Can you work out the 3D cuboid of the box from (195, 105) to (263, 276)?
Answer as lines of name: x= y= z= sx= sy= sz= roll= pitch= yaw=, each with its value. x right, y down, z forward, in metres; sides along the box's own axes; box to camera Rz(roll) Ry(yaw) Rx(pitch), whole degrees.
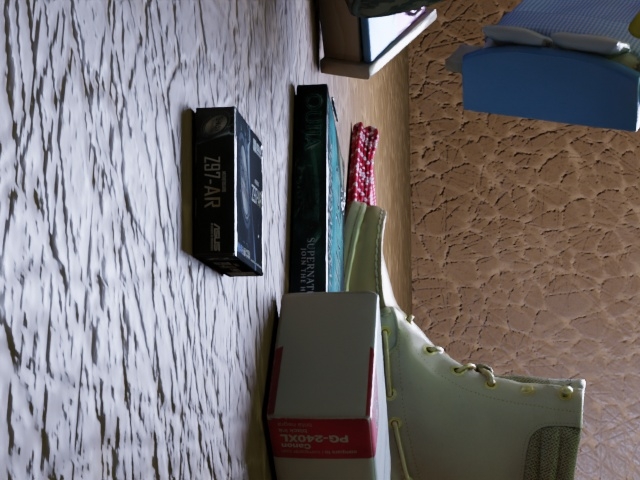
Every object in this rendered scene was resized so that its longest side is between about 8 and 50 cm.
box: x=-0.041 y=-0.020 z=0.652 sx=0.083 sy=0.018 sz=0.067 roll=54 pitch=36 yaw=-79

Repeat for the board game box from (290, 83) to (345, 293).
board game box: x=0.000 y=0.000 z=1.012 sx=0.126 sy=0.026 sz=0.186 roll=75 pitch=15 yaw=-64

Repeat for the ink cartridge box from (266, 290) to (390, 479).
ink cartridge box: x=0.009 y=0.123 z=0.877 sx=0.109 sy=0.063 sz=0.150 roll=-85 pitch=171 yaw=-51

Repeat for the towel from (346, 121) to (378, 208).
towel: x=0.048 y=0.033 z=1.456 sx=0.274 sy=0.031 sz=0.198 roll=-85 pitch=172 yaw=-50

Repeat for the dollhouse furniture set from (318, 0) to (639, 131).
dollhouse furniture set: x=0.178 y=-0.250 z=1.147 sx=0.286 sy=0.303 sz=0.198 roll=-47 pitch=140 yaw=-48

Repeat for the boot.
boot: x=0.104 y=0.099 z=1.115 sx=0.095 sy=0.204 sz=0.261 roll=53 pitch=37 yaw=-81

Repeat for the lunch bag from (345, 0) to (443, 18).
lunch bag: x=0.080 y=-0.309 z=0.871 sx=0.305 sy=0.213 sz=0.256 roll=123 pitch=-51 yaw=-79
